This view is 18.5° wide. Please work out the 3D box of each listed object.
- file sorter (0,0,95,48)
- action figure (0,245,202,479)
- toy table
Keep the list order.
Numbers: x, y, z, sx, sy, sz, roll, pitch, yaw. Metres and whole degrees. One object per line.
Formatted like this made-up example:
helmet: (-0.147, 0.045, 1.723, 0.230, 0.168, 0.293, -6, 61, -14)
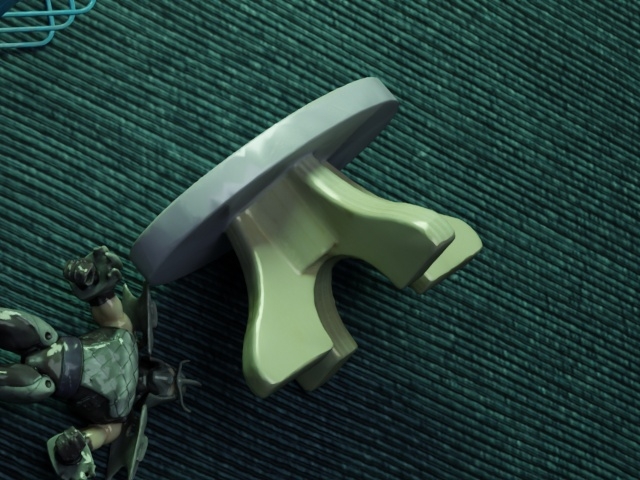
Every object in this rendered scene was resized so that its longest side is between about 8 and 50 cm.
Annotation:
file sorter: (-0.226, -0.225, 1.509, 0.104, 0.170, 0.118, -8, 81, -33)
action figure: (-0.213, 0.092, 1.476, 0.285, 0.099, 0.185, 13, 62, -30)
toy table: (0.000, 0.000, 1.548, 0.274, 0.252, 0.161, -35, 80, -26)
